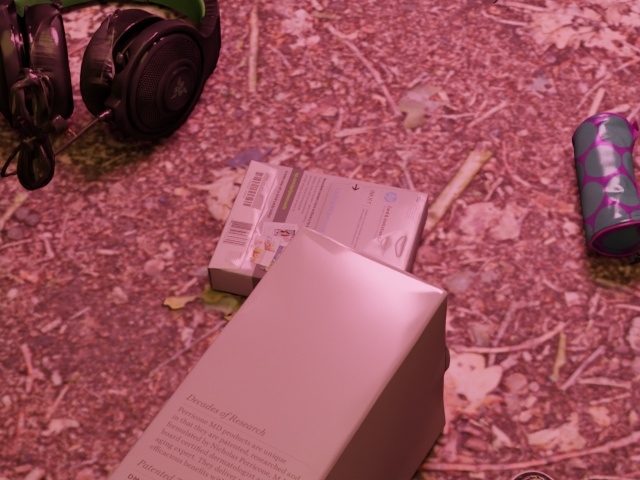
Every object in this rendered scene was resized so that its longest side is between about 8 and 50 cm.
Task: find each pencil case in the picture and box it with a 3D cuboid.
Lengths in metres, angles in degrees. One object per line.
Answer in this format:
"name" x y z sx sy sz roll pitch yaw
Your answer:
"pencil case" 0.289 -0.055 1.702 0.070 0.064 0.151 -13 51 13

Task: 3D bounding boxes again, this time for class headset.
"headset" -0.242 -0.197 1.767 0.243 0.185 0.394 6 41 8

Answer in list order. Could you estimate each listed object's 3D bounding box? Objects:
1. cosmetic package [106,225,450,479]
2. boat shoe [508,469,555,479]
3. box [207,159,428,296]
"cosmetic package" -0.045 0.204 1.421 0.156 0.217 0.385 23 55 19
"boat shoe" 0.174 0.266 1.434 0.078 0.070 0.219 9 41 6
"box" 0.000 0.000 1.691 0.186 0.038 0.145 10 53 12
